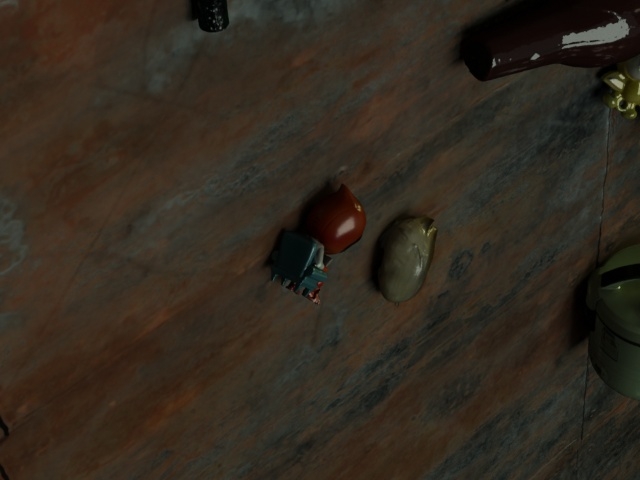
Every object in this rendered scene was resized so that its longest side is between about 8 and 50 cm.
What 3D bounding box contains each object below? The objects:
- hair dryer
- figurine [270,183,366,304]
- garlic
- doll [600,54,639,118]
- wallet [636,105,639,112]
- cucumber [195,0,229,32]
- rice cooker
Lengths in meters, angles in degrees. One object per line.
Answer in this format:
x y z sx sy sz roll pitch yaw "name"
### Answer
0.333 -0.349 1.559 0.313 0.123 0.340 -18 139 -30 "hair dryer"
0.000 0.000 1.539 0.140 0.068 0.075 -59 142 -2 "figurine"
0.112 0.037 1.696 0.084 0.066 0.152 -9 124 -48 "garlic"
0.497 -0.302 1.840 0.117 0.086 0.291 31 97 -22 "doll"
0.644 -0.216 1.979 0.251 0.054 0.290 -43 130 20 "wallet"
-0.105 -0.257 1.219 0.032 0.032 0.133 -32 139 -28 "cucumber"
0.549 0.128 2.167 0.226 0.226 0.244 -37 144 -23 "rice cooker"
